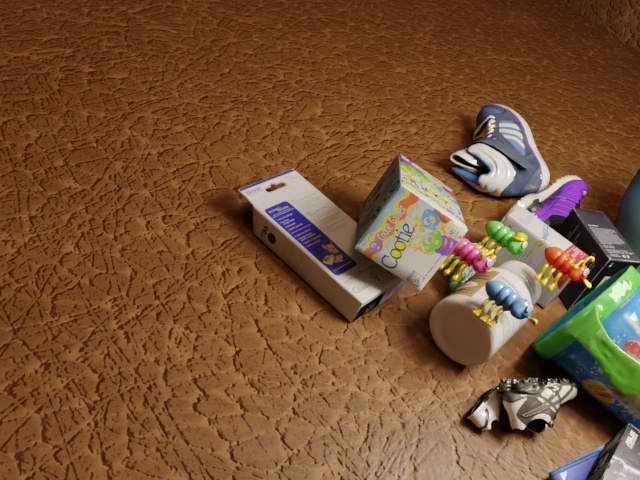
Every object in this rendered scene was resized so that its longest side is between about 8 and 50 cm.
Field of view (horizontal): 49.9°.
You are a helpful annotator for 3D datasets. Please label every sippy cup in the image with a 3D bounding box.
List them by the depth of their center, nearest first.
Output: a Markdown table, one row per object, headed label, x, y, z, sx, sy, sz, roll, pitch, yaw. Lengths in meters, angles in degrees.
| label | x | y | z | sx | sy | sz | roll | pitch | yaw |
| --- | --- | --- | --- | --- | --- | --- | --- | --- | --- |
| sippy cup | 0.545 | 0.202 | 1.238 | 0.306 | 0.240 | 0.224 | -30 | 73 | -34 |

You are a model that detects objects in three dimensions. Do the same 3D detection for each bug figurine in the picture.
| label | x | y | z | sx | sy | sz | roll | pitch | yaw |
| --- | --- | --- | --- | --- | --- | --- | --- | --- | --- |
| bug figurine | 0.342 | 0.046 | 1.209 | 0.279 | 0.072 | 0.216 | -22 | 47 | -40 |

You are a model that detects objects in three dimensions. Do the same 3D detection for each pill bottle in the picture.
| label | x | y | z | sx | sy | sz | roll | pitch | yaw |
| --- | --- | --- | --- | --- | --- | --- | --- | --- | --- |
| pill bottle | 0.313 | 0.123 | 1.269 | 0.131 | 0.131 | 0.229 | 41 | 42 | 20 |

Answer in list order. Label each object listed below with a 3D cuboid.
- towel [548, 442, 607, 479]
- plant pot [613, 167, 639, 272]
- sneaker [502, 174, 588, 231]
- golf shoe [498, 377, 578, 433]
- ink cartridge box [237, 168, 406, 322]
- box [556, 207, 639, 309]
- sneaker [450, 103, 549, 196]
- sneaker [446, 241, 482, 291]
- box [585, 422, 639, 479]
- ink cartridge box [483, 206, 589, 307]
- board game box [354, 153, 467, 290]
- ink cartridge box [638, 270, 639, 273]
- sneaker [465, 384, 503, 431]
| label | x | y | z | sx | sy | sz | roll | pitch | yaw |
| --- | --- | --- | --- | --- | --- | --- | --- | --- | --- |
| towel | 0.534 | 0.468 | 1.062 | 0.243 | 0.040 | 0.336 | -8 | 49 | -32 |
| plant pot | 0.827 | -0.049 | 1.615 | 0.272 | 0.255 | 0.271 | 13 | 40 | -11 |
| sneaker | 0.564 | -0.053 | 1.625 | 0.293 | 0.102 | 0.146 | -23 | 62 | -36 |
| golf shoe | 0.375 | 0.282 | 1.181 | 0.198 | 0.077 | 0.093 | 8 | 74 | -38 |
| ink cartridge box | 0.000 | 0.000 | 1.311 | 0.333 | 0.065 | 0.165 | 43 | 43 | 21 |
| box | 0.566 | 0.041 | 1.464 | 0.093 | 0.156 | 0.158 | 4 | 43 | -23 |
| sneaker | 0.413 | -0.241 | 1.727 | 0.236 | 0.130 | 0.322 | 3 | 49 | -29 |
| sneaker | 0.277 | 0.051 | 1.403 | 0.076 | 0.064 | 0.166 | 17 | 33 | 18 |
| box | 0.483 | 0.394 | 1.039 | 0.147 | 0.077 | 0.180 | 39 | 45 | 18 |
| ink cartridge box | 0.443 | 0.032 | 1.437 | 0.175 | 0.127 | 0.072 | 42 | 42 | 21 |
| board game box | 0.165 | -0.043 | 1.293 | 0.142 | 0.144 | 0.275 | 33 | 18 | -5 |
| ink cartridge box | 0.714 | 0.113 | 1.508 | 0.052 | 0.088 | 0.122 | 31 | 40 | 9 |
| sneaker | 0.286 | 0.282 | 1.158 | 0.109 | 0.040 | 0.043 | -32 | 80 | -41 |
